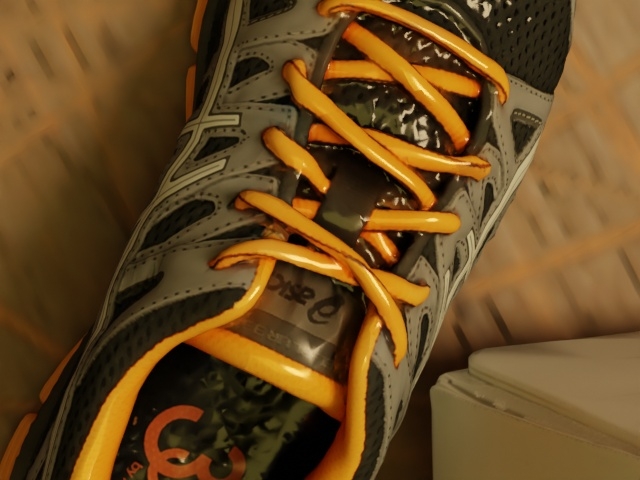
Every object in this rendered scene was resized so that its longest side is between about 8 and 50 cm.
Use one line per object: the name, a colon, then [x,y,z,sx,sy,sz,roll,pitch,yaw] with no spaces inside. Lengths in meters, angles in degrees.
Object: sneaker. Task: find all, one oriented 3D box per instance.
sneaker: [0.000,0.000,0.415,0.084,0.083,0.215,23,92,-10]

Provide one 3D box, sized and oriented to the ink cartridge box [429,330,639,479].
ink cartridge box: [0.112,0.131,0.428,0.160,0.092,0.219,-6,100,-27]
